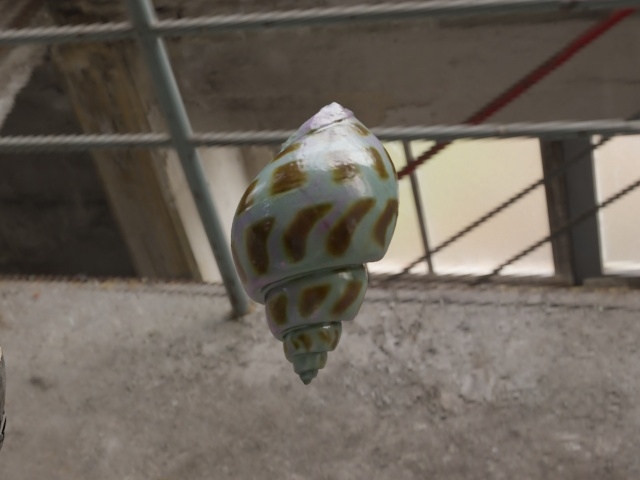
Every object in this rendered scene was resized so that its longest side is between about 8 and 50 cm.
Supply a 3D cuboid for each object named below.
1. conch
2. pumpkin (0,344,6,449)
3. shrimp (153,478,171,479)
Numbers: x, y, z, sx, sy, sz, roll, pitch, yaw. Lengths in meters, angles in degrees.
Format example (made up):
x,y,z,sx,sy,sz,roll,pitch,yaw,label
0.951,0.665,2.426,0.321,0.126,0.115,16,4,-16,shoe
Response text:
x,y,z,sx,sy,sz,roll,pitch,yaw,label
0.000,-0.001,1.596,0.249,0.368,0.197,6,14,-35,conch
-0.483,0.170,0.987,0.454,0.344,0.454,-32,27,19,pumpkin
-0.190,0.461,1.756,0.262,0.051,0.198,41,36,17,shrimp
